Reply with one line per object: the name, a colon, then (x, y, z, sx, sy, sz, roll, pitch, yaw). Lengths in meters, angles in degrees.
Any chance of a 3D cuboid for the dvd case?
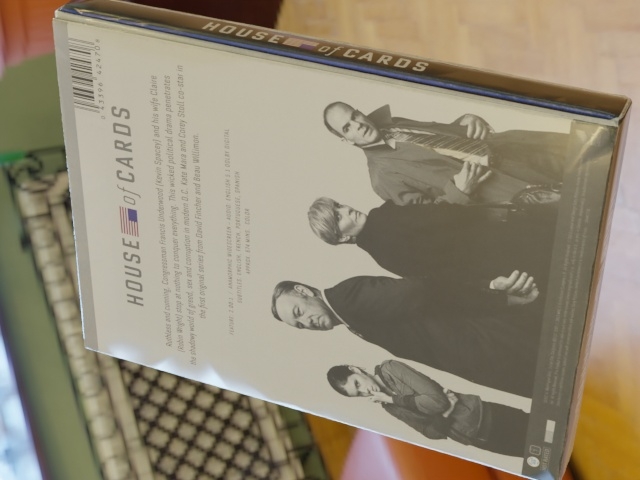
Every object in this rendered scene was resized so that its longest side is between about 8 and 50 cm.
dvd case: (0.000, 0.000, 0.556, 0.239, 0.029, 0.179, 14, 125, 18)
